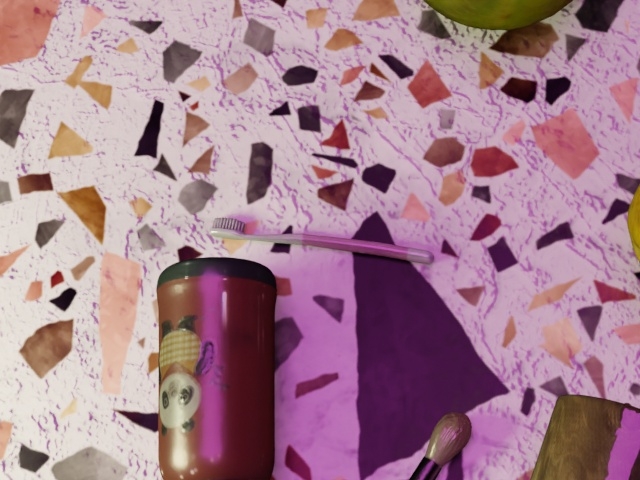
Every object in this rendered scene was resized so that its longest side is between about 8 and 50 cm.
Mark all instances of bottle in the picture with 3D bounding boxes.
[{"bbox_3d":[-0.117,0.196,1.629,0.144,0.144,0.336,-5,72,8],"label":"bottle"}]

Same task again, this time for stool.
[{"bbox_3d":[0.296,0.316,1.491,0.179,0.179,0.264,17,75,15],"label":"stool"}]

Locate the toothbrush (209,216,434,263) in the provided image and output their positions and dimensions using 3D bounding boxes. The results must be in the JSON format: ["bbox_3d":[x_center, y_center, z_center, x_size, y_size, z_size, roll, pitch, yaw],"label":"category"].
[{"bbox_3d":[0.000,0.000,1.739,0.286,0.020,0.025,8,66,13],"label":"toothbrush"}]

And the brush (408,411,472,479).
[{"bbox_3d":[0.082,0.322,1.608,0.042,0.039,0.299,32,83,22],"label":"brush"}]

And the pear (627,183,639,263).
[{"bbox_3d":[0.479,-0.015,1.531,0.281,0.281,0.280,-3,71,9],"label":"pear"}]

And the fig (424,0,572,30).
[{"bbox_3d":[0.219,-0.379,1.677,0.258,0.326,0.258,0,100,-2],"label":"fig"}]
